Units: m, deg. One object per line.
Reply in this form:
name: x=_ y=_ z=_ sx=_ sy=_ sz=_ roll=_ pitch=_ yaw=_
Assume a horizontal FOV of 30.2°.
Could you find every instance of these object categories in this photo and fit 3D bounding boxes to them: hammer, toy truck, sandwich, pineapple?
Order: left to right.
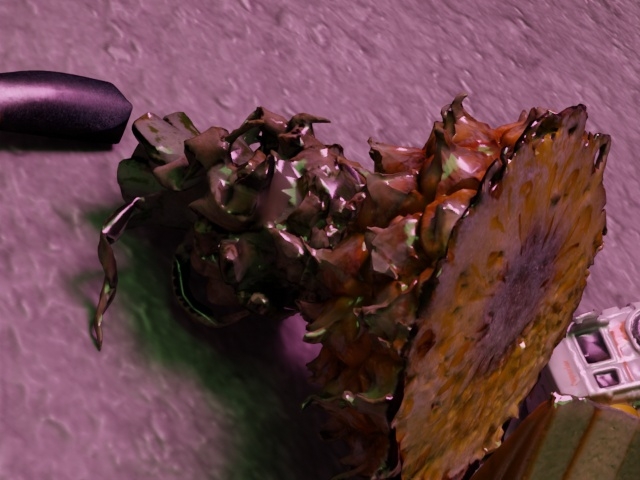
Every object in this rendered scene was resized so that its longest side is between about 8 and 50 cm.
hammer: x=-0.241 y=-0.083 z=0.741 sx=0.290 sy=0.037 sz=0.137 roll=1 pitch=70 yaw=-43
pineapple: x=0.000 y=0.000 z=0.733 sx=0.272 sy=0.262 sz=0.262 roll=24 pitch=32 yaw=29
sandwich: x=0.119 y=0.176 z=0.627 sx=0.079 sy=0.163 sz=0.113 roll=19 pitch=41 yaw=-16
toy truck: x=0.207 y=0.150 z=0.764 sx=0.114 sy=0.098 sz=0.227 roll=-8 pitch=50 yaw=-10
